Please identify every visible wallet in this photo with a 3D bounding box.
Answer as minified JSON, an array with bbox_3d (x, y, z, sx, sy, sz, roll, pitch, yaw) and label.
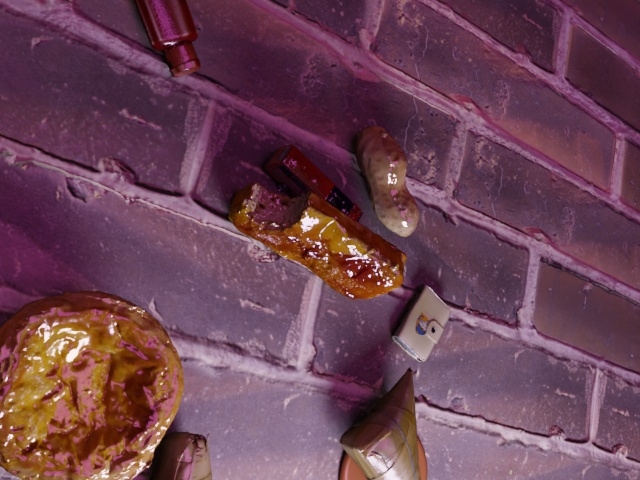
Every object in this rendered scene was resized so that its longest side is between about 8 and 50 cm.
[{"bbox_3d":[0.237,0.194,1.689,0.110,0.039,0.155,44,62,-19],"label":"wallet"}]

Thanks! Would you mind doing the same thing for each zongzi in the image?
[{"bbox_3d":[0.178,0.436,1.563,0.256,0.115,0.228,-45,112,-40],"label":"zongzi"},{"bbox_3d":[-0.283,0.439,1.264,0.197,0.099,0.195,0,85,-31],"label":"zongzi"}]

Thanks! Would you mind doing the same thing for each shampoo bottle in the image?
[{"bbox_3d":[-0.300,-0.446,1.378,0.102,0.064,0.260,-25,98,-35],"label":"shampoo bottle"}]

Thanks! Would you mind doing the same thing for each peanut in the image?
[{"bbox_3d":[0.150,-0.132,1.628,0.101,0.117,0.263,-17,97,-14],"label":"peanut"}]

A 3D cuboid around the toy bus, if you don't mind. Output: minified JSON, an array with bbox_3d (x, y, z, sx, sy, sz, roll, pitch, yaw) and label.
[{"bbox_3d":[-0.012,-0.102,1.519,0.235,0.096,0.074,42,65,-22],"label":"toy bus"}]

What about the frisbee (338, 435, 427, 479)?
[{"bbox_3d":[0.144,0.519,1.597,0.250,0.021,0.251,4,82,-33],"label":"frisbee"}]

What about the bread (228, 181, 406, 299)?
[{"bbox_3d":[0.000,0.000,1.461,0.380,0.185,0.109,32,61,-27],"label":"bread"}]

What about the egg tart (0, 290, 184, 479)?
[{"bbox_3d":[-0.398,0.244,1.187,0.341,0.129,0.341,4,84,-35],"label":"egg tart"}]
